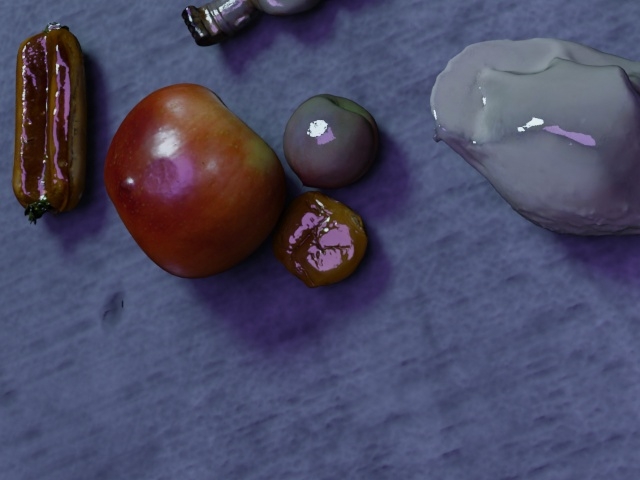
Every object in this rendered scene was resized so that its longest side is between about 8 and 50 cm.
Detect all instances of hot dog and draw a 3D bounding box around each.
[{"bbox_3d":[-0.242,-0.104,1.379,0.072,0.055,0.188,-2,82,22],"label":"hot dog"}]

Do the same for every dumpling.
[{"bbox_3d":[0.210,-0.089,1.193,0.215,0.126,0.166,10,59,29],"label":"dumpling"}]

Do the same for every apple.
[{"bbox_3d":[-0.108,-0.046,1.269,0.139,0.163,0.163,-46,71,1],"label":"apple"}]

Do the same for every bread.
[{"bbox_3d":[0.000,0.000,1.283,0.081,0.046,0.083,-26,74,12],"label":"bread"}]

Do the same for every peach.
[{"bbox_3d":[0.008,-0.082,1.275,0.083,0.083,0.083,-3,81,19],"label":"peach"}]

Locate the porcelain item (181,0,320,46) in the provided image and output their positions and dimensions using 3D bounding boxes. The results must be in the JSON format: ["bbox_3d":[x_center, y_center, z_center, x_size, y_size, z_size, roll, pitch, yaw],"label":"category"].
[{"bbox_3d":[-0.021,-0.233,1.318,0.213,0.054,0.084,-31,71,12],"label":"porcelain item"}]
